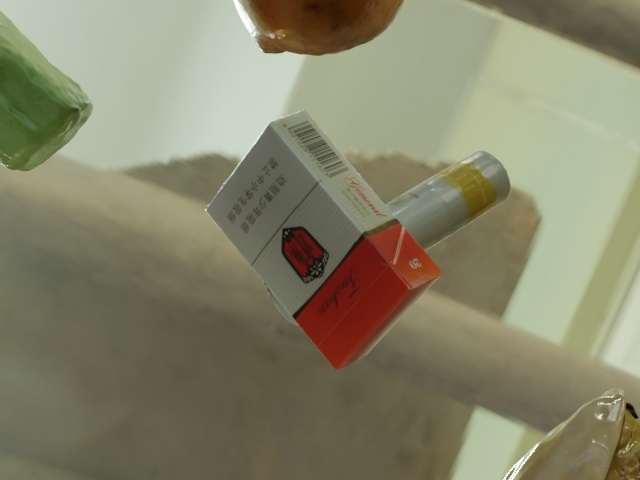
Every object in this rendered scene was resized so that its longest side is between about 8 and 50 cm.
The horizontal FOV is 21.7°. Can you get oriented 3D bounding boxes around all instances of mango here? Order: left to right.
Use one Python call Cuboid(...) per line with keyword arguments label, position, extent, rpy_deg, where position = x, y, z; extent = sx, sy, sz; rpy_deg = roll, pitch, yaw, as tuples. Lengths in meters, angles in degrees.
Cuboid(label="mango", position=(0.003, -0.353, 1.620), extent=(0.201, 0.199, 0.350), rpy_deg=(-6, -64, -16))

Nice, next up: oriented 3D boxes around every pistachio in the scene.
Cuboid(label="pistachio", position=(0.257, 0.257, 1.644), extent=(0.229, 0.157, 0.157), rpy_deg=(-56, -21, 8))

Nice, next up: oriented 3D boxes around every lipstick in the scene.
Cuboid(label="lipstick", position=(0.067, -0.004, 1.555), extent=(0.264, 0.059, 0.059), rpy_deg=(-31, -36, -29))

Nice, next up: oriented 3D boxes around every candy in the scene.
Cuboid(label="candy", position=(-0.385, -0.213, 1.673), extent=(0.132, 0.343, 0.142), rpy_deg=(-48, 1, -23))

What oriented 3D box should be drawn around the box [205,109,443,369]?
Cuboid(label="box", position=(0.000, 0.000, 1.147), extent=(0.048, 0.152, 0.100), rpy_deg=(-29, -17, -47))
